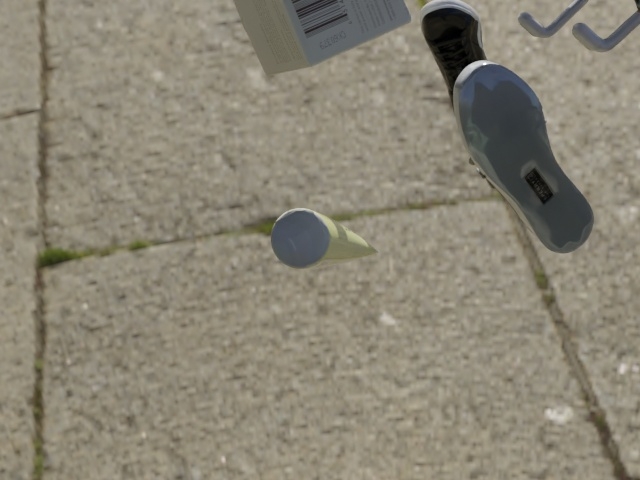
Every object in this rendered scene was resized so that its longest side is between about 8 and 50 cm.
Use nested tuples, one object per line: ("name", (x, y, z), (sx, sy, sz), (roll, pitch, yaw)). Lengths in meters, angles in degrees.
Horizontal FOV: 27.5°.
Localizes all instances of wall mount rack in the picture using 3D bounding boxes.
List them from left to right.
("wall mount rack", (0.208, -0.344, 1.395), (0.130, 0.304, 0.350), (-41, 15, 3))

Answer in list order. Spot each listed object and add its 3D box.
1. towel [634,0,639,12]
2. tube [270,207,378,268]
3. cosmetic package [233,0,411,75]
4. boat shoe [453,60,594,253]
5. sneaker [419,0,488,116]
("towel", (0.290, -0.380, 0.951), (0.271, 0.040, 0.370), (-21, 78, 13))
("tube", (0.000, 0.000, 1.407), (0.062, 0.240, 0.070), (-38, 81, 7))
("cosmetic package", (-0.008, -0.309, 1.659), (0.151, 0.151, 0.183), (-27, 13, -17))
("boat shoe", (0.250, -0.115, 1.688), (0.113, 0.306, 0.105), (-43, 32, 1))
("sneaker", (0.203, -0.240, 1.836), (0.079, 0.217, 0.121), (-17, 63, 16))
